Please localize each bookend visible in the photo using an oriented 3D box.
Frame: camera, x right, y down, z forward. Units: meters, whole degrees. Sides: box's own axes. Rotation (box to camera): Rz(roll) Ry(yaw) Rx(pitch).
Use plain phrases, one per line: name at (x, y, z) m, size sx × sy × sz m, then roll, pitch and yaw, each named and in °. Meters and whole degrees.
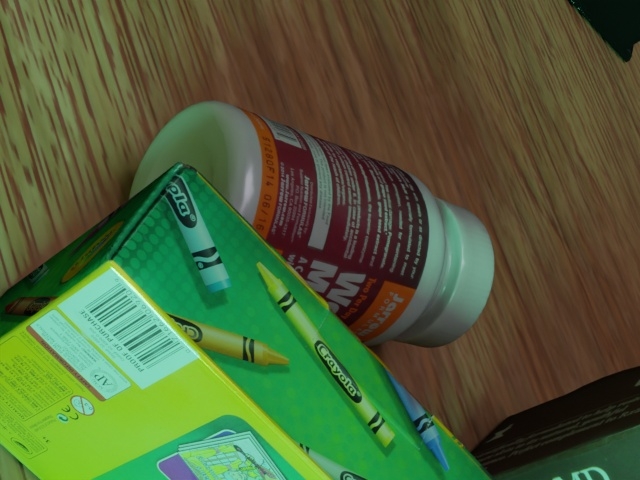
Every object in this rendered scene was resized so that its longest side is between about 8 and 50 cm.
bookend at (0.339, -0.296, 1.227) m, size 0.156 × 0.157 × 0.072 m, roll 41°, pitch 44°, yaw -19°

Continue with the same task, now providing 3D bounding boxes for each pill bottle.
pill bottle at (0.000, 0.000, 0.733) m, size 0.221 × 0.121 × 0.121 m, roll 17°, pitch 55°, yaw -38°

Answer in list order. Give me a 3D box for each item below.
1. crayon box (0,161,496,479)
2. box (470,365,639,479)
crayon box at (-0.037, 0.113, 0.593) m, size 0.278 × 0.165 × 0.081 m, roll 47°, pitch 42°, yaw -15°
box at (0.262, 0.279, 0.775) m, size 0.143 × 0.191 × 0.381 m, roll -27°, pitch 87°, yaw -50°
